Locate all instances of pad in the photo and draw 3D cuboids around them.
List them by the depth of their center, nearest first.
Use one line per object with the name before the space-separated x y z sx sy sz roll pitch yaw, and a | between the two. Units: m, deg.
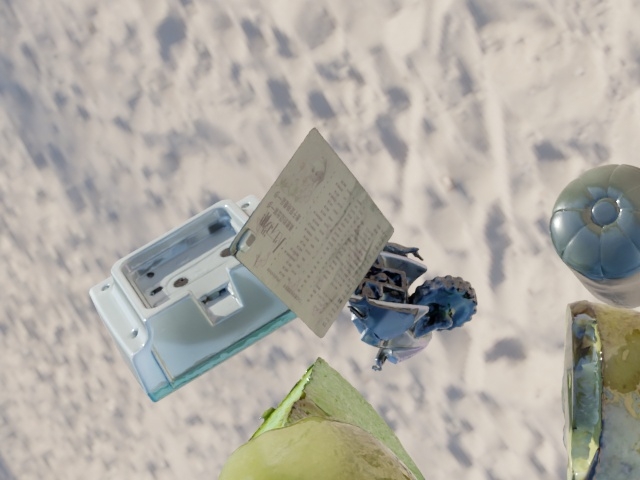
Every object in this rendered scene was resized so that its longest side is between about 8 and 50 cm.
pad | 0.000 0.000 1.491 0.009 0.159 0.265 28 170 31

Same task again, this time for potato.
potato | 0.459 0.231 1.962 0.242 0.242 0.285 108 164 -62

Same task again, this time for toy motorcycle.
toy motorcycle | 0.063 0.096 2.027 0.188 0.327 0.143 120 157 -46

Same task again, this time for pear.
pear | 0.023 0.276 1.415 0.239 0.139 0.288 36 -164 0

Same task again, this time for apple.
apple | 0.001 0.232 1.034 0.200 0.200 0.200 46 155 29

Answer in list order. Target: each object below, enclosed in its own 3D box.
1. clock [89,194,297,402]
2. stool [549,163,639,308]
clock | -0.150 0.049 1.697 0.231 0.262 0.116 46 163 55
stool | 0.235 0.000 1.069 0.096 0.096 0.110 42 177 35
